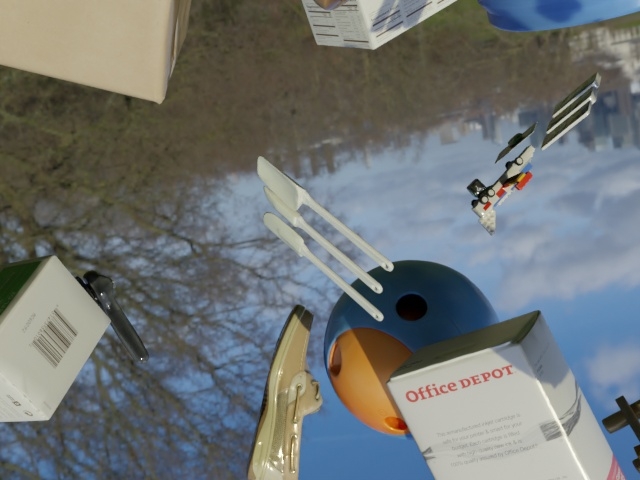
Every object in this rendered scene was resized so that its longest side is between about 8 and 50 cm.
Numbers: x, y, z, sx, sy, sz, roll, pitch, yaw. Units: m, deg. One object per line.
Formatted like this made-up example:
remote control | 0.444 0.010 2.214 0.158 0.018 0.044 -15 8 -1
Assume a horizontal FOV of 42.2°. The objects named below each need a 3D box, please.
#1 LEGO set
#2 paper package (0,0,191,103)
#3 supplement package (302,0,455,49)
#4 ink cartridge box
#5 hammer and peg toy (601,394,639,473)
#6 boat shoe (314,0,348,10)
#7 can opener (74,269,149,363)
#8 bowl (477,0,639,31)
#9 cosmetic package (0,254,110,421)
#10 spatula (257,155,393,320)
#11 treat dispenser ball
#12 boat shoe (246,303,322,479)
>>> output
LEGO set | 0.293 -0.113 1.146 0.244 0.060 0.182 -42 -174 33
paper package | -0.299 -0.347 0.929 0.325 0.309 0.168 13 -137 -6
supplement package | 0.122 -0.516 1.693 0.262 0.145 0.204 -34 -149 -23
ink cartridge box | 0.248 0.257 1.090 0.207 0.282 0.117 -24 -175 34
hammer and peg toy | 0.780 0.529 1.828 0.127 0.361 0.266 -33 -149 14
boat shoe | 0.046 -0.392 0.776 0.123 0.123 0.342 -35 160 -53
can opener | -0.348 0.130 1.402 0.073 0.186 0.059 -36 -173 -11
bowl | 0.425 -0.406 1.233 0.392 0.077 0.391 -16 -158 7
cosmetic package | -0.524 0.159 1.244 0.366 0.155 0.196 -9 -141 30
spatula | 0.000 0.000 1.122 0.019 0.242 0.168 -37 154 -27
treat dispenser ball | 0.148 0.175 1.335 0.288 0.288 0.288 -10 -174 1
boat shoe | -0.052 0.293 1.578 0.110 0.340 0.121 13 178 -2
